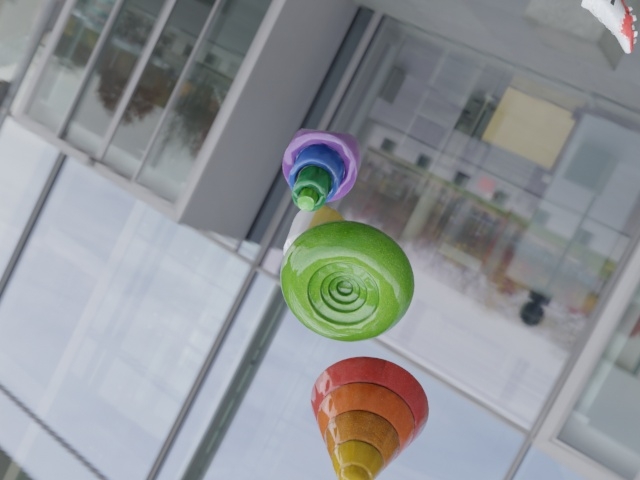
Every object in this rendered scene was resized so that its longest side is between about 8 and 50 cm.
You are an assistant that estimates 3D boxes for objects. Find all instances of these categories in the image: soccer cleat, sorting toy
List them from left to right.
[{"bbox_3d":[0.019,0.085,0.782,0.127,0.365,0.126,-4,-153,13],"label":"sorting toy"},{"bbox_3d":[0.231,-0.188,0.704,0.036,0.083,0.029,-16,171,14],"label":"soccer cleat"}]

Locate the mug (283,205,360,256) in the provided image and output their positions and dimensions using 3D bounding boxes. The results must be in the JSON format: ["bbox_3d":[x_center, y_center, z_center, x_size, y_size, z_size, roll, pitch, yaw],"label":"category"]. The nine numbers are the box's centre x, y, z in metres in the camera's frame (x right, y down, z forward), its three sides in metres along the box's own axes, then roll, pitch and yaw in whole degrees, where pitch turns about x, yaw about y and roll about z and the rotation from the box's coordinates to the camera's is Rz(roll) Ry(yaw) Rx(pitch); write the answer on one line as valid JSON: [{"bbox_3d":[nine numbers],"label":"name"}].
[{"bbox_3d":[-0.004,-0.001,0.889,0.062,0.078,0.064,40,-148,-5],"label":"mug"}]
